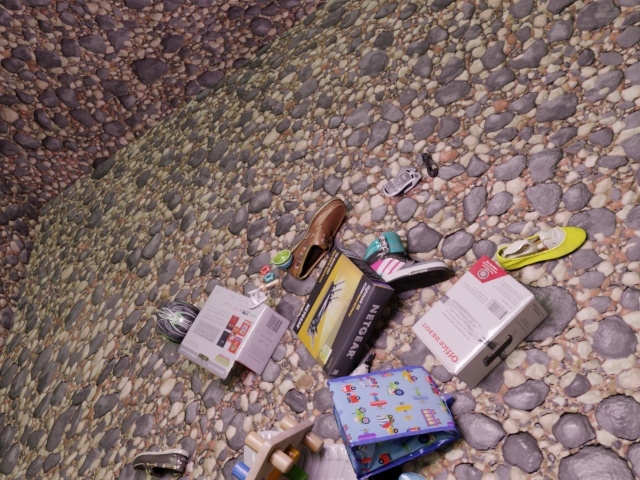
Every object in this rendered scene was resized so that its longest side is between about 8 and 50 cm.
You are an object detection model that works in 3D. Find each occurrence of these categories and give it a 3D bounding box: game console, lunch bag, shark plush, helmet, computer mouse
[{"bbox_3d":[0.141,0.595,1.646,0.107,0.071,0.122,-21,39,-13],"label":"game console"},{"bbox_3d":[0.189,0.424,1.604,0.293,0.138,0.221,-15,34,-7],"label":"lunch bag"},{"bbox_3d":[0.096,0.378,1.829,0.161,0.073,0.067,-64,11,-10],"label":"shark plush"},{"bbox_3d":[-0.512,0.298,2.360,0.169,0.161,0.170,-24,45,27],"label":"helmet"},{"bbox_3d":[0.293,-0.202,2.119,0.193,0.042,0.106,-35,46,8],"label":"computer mouse"}]

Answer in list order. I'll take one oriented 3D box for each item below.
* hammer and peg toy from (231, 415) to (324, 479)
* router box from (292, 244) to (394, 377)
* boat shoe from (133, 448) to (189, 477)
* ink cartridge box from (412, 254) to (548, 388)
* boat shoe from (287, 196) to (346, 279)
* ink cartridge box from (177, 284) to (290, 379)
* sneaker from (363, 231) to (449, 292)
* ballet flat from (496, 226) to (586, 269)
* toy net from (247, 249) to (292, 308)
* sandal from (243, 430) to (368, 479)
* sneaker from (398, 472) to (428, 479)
[{"bbox_3d":[-0.147,0.621,1.583,0.127,0.266,0.362,29,98,22],"label":"hammer and peg toy"},{"bbox_3d":[0.060,0.207,1.897,0.243,0.080,0.309,44,113,51],"label":"router box"},{"bbox_3d":[-0.527,0.728,2.095,0.227,0.081,0.069,-19,44,28],"label":"boat shoe"},{"bbox_3d":[0.399,0.205,1.638,0.273,0.114,0.197,-45,41,3],"label":"ink cartridge box"},{"bbox_3d":[0.000,0.000,2.184,0.307,0.110,0.104,-55,42,9],"label":"boat shoe"},{"bbox_3d":[-0.297,0.323,2.168,0.309,0.130,0.272,15,69,48],"label":"ink cartridge box"},{"bbox_3d":[0.241,0.054,1.906,0.295,0.123,0.179,-17,59,34],"label":"sneaker"},{"bbox_3d":[0.563,0.014,1.670,0.230,0.077,0.077,-23,45,27],"label":"ballet flat"},{"bbox_3d":[-0.184,0.123,2.126,0.122,0.045,0.232,7,48,43],"label":"toy net"},{"bbox_3d":[-0.038,0.612,1.735,0.416,0.102,0.170,-4,74,38],"label":"sandal"},{"bbox_3d":[0.237,0.597,1.508,0.063,0.073,0.162,-51,40,-2],"label":"sneaker"}]
